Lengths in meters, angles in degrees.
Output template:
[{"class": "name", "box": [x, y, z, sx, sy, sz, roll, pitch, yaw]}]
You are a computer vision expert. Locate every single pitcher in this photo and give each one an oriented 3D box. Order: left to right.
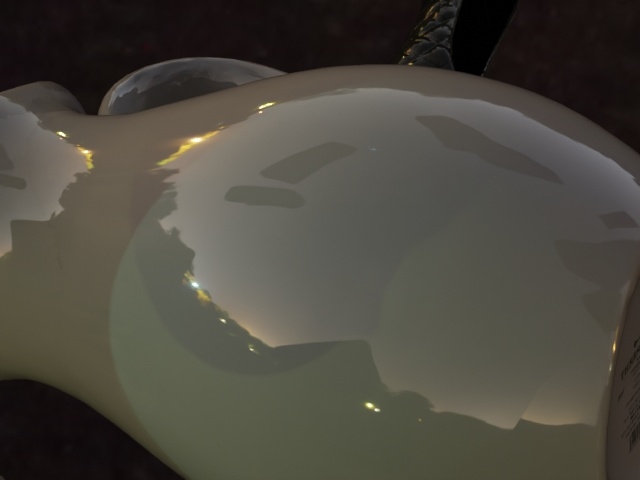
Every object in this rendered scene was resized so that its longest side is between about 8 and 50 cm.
[{"class": "pitcher", "box": [0.000, 0.000, 0.519, 0.207, 0.125, 0.178, 10, 35, 25]}]

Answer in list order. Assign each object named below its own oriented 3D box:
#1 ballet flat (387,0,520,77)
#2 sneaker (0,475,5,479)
[{"class": "ballet flat", "box": [0.065, -0.085, 0.789, 0.049, 0.057, 0.173, -2, 39, 27]}, {"class": "sneaker", "box": [-0.141, 0.109, 0.266, 0.281, 0.105, 0.115, -20, 93, -51]}]
